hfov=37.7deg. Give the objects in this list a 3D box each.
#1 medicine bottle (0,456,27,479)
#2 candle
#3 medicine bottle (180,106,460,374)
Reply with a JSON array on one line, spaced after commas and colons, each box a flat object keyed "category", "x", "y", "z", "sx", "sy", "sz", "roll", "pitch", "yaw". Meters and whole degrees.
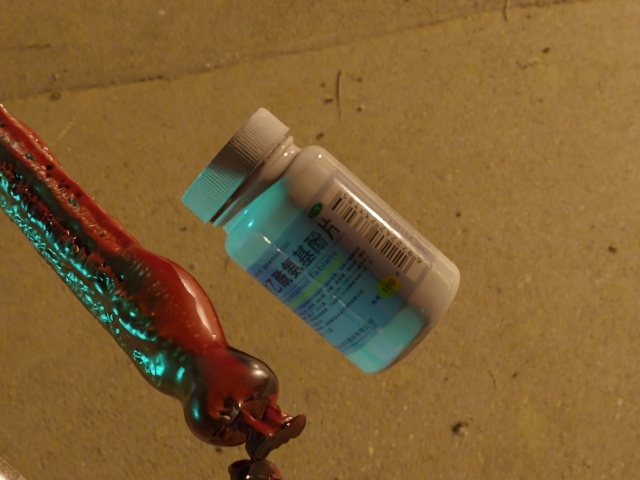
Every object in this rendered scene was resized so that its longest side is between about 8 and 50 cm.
[{"category": "medicine bottle", "x": -0.353, "y": 0.219, "z": 0.893, "sx": 0.140, "sy": 0.079, "sz": 0.079, "roll": 45, "pitch": 58, "yaw": -9}, {"category": "candle", "x": -0.119, "y": 0.006, "z": 0.499, "sx": 0.051, "sy": 0.048, "sz": 0.329, "roll": -30, "pitch": 52, "yaw": -28}, {"category": "medicine bottle", "x": 0.000, "y": 0.000, "z": 0.664, "sx": 0.187, "sy": 0.103, "sz": 0.103, "roll": 42, "pitch": 58, "yaw": -6}]
